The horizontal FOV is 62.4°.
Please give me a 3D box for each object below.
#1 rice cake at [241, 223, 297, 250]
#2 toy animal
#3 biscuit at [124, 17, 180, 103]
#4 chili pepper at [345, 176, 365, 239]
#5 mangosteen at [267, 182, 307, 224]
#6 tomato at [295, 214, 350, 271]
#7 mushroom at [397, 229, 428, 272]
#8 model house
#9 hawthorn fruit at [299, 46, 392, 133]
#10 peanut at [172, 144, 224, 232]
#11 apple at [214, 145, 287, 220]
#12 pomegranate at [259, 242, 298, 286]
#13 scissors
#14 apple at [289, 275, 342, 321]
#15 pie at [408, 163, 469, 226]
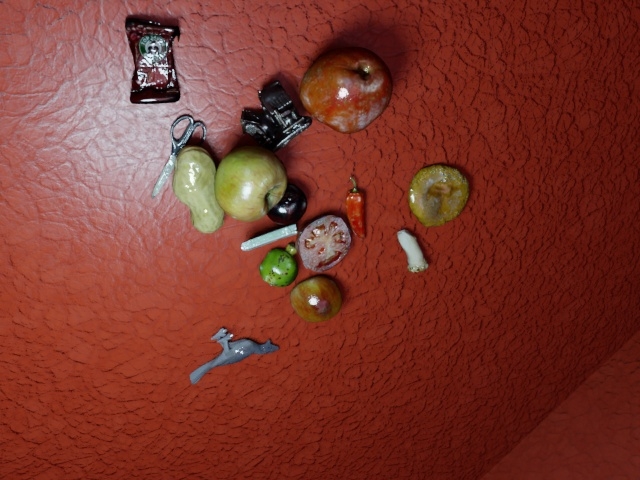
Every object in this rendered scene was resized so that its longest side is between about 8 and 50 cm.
[{"bbox_3d":[-0.176,-0.009,1.841,0.198,0.189,0.037,-20,91,-3],"label":"rice cake"},{"bbox_3d":[-0.350,0.426,2.033,0.367,0.081,0.206,-19,130,-9],"label":"toy animal"},{"bbox_3d":[-0.485,-0.519,1.541,0.151,0.063,0.235,-3,113,-18],"label":"biscuit"},{"bbox_3d":[0.131,-0.109,1.951,0.071,0.063,0.272,-10,121,0],"label":"chili pepper"},{"bbox_3d":[-0.119,-0.122,1.822,0.152,0.152,0.152,-7,117,-15],"label":"mangosteen"},{"bbox_3d":[0.000,0.000,1.935,0.225,0.085,0.225,-11,116,-24],"label":"tomato"},{"bbox_3d":[0.360,0.039,2.096,0.084,0.071,0.209,-14,121,25],"label":"mushroom"},{"bbox_3d":[-0.157,-0.388,1.673,0.203,0.141,0.164,-39,130,6],"label":"model house"},{"bbox_3d":[0.086,-0.475,1.652,0.284,0.284,0.284,-7,117,-15],"label":"hawthorn fruit"},{"bbox_3d":[-0.396,-0.159,1.705,0.147,0.147,0.319,-15,128,-11],"label":"peanut"},{"bbox_3d":[-0.220,-0.178,1.648,0.194,0.261,0.261,33,106,16],"label":"apple"},{"bbox_3d":[-0.138,0.096,1.923,0.169,0.122,0.143,-42,118,6],"label":"pomegranate"},{"bbox_3d":[-0.472,-0.259,1.697,0.109,0.022,0.300,26,107,-28],"label":"scissors"},{"bbox_3d":[-0.014,0.222,2.022,0.195,0.160,0.173,-24,99,-13],"label":"apple"},{"bbox_3d":[0.453,-0.170,2.023,0.273,0.069,0.273,-9,116,-19],"label":"pie"}]
